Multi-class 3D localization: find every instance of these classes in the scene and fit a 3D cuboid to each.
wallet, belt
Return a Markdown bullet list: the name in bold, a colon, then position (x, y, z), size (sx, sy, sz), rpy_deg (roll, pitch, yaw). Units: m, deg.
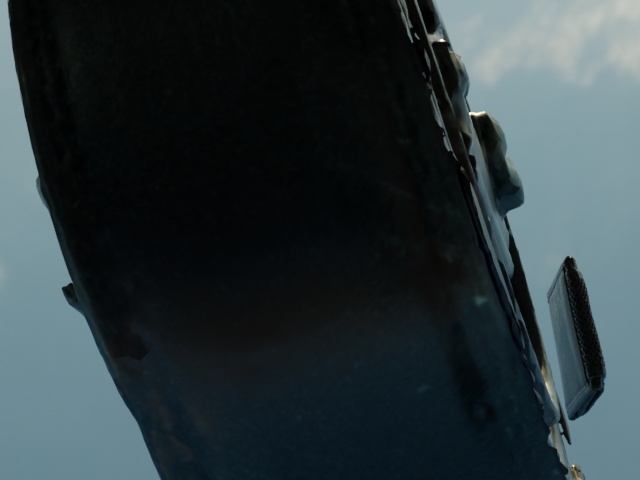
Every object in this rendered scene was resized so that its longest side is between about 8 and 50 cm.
- **wallet**: position (0.230, 0.087, 1.521), size (0.026, 0.088, 0.129), rpy_deg (-4, -115, -7)
- **belt**: position (0.000, 0.000, 0.474), size (0.116, 0.267, 0.206), rpy_deg (-19, -114, 7)
